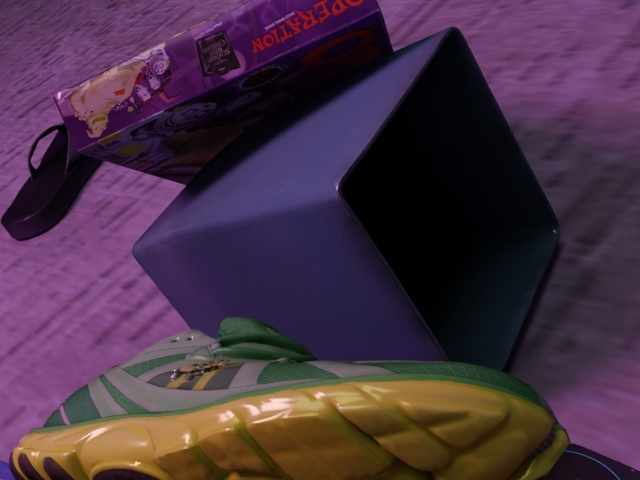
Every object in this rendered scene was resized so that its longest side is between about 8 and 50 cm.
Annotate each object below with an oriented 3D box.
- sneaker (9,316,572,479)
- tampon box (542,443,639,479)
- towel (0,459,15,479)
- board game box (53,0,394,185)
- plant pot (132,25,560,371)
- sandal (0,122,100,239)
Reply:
[{"bbox_3d":[-0.028,0.082,0.425,0.295,0.109,0.123,-9,35,33],"label":"sneaker"},{"bbox_3d":[0.127,0.166,0.280,0.120,0.101,0.161,-43,34,-23],"label":"tampon box"},{"bbox_3d":[-0.285,0.219,0.437,0.040,0.243,0.336,-59,9,39],"label":"towel"},{"bbox_3d":[-0.039,-0.107,0.698,0.208,0.056,0.347,-28,-6,8],"label":"board game box"},{"bbox_3d":[0.000,0.000,0.587,0.234,0.165,0.166,-10,34,41],"label":"plant pot"},{"bbox_3d":[-0.324,-0.098,1.091,0.097,0.054,0.254,-19,31,14],"label":"sandal"}]
